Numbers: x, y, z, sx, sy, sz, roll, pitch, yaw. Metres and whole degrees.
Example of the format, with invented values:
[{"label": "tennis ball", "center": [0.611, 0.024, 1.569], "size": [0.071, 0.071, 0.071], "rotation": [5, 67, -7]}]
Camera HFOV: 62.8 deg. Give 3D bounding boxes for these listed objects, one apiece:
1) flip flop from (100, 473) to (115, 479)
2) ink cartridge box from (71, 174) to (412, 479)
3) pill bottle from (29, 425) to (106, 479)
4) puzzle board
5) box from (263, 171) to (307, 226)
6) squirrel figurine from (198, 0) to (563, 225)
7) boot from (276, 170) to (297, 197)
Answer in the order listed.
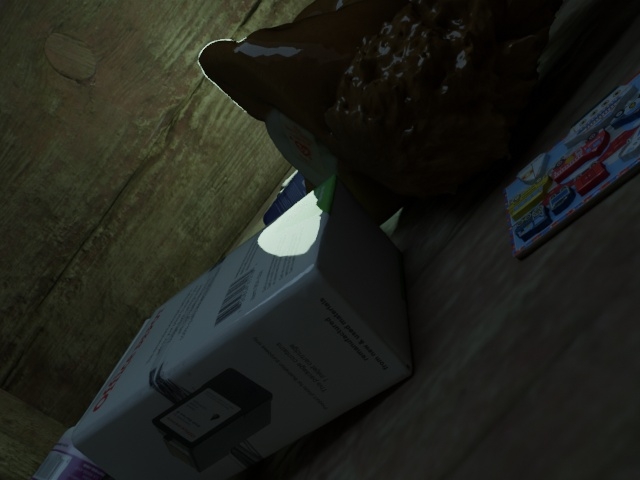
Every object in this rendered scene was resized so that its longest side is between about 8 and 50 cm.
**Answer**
[{"label": "flip flop", "center": [-0.141, 0.244, 0.569], "size": [0.112, 0.080, 0.277], "rotation": [5, 39, 48]}, {"label": "ink cartridge box", "center": [-0.063, 0.087, 0.482], "size": [0.272, 0.115, 0.198], "rotation": [-36, 17, 20]}, {"label": "pill bottle", "center": [-0.301, 0.381, 0.581], "size": [0.169, 0.169, 0.302], "rotation": [-40, 18, 52]}, {"label": "puzzle board", "center": [0.171, -0.054, 0.343], "size": [0.128, 0.011, 0.096], "rotation": [-46, 14, 33]}, {"label": "box", "center": [0.001, -0.071, 0.850], "size": [0.225, 0.036, 0.136], "rotation": [-48, 49, 21]}, {"label": "squirrel figurine", "center": [0.122, -0.220, 0.570], "size": [0.370, 0.281, 0.397], "rotation": [-46, 23, -14]}, {"label": "boot", "center": [0.025, -0.203, 1.015], "size": [0.264, 0.096, 0.281], "rotation": [-28, 42, 64]}]
